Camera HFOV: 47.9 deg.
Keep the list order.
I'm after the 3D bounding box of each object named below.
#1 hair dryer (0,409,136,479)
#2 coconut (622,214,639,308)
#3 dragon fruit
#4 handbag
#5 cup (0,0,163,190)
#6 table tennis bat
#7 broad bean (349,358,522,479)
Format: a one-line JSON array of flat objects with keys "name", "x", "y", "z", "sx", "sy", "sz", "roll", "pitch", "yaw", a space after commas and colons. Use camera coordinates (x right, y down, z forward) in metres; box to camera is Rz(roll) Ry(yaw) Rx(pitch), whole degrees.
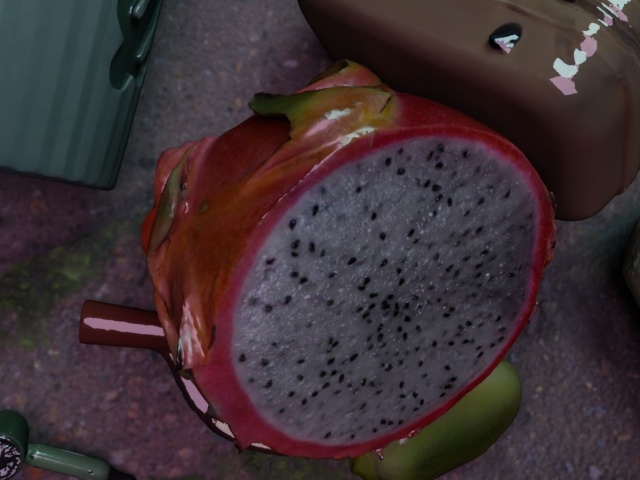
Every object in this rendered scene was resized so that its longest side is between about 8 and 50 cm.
[{"name": "hair dryer", "x": -0.238, "y": 0.202, "z": 0.653, "sx": 0.150, "sy": 0.071, "sz": 0.047, "roll": 25, "pitch": 86, "yaw": -20}, {"name": "coconut", "x": 0.415, "y": 0.052, "z": 0.636, "sx": 0.237, "sy": 0.237, "sz": 0.266, "roll": -26, "pitch": 85, "yaw": -6}, {"name": "dragon fruit", "x": 0.000, "y": 0.000, "z": 0.568, "sx": 0.305, "sy": 0.226, "sz": 0.305, "roll": -13, "pitch": 122, "yaw": -22}, {"name": "handbag", "x": 0.147, "y": -0.139, "z": 0.611, "sx": 0.149, "sy": 0.283, "sz": 0.302, "roll": -49, "pitch": 53, "yaw": -8}, {"name": "cup", "x": -0.290, "y": -0.258, "z": 0.529, "sx": 0.401, "sy": 0.310, "sz": 0.392, "roll": 10, "pitch": 90, "yaw": -38}, {"name": "table tennis bat", "x": -0.068, "y": 0.098, "z": 0.686, "sx": 0.310, "sy": 0.038, "sz": 0.200, "roll": 9, "pitch": 84, "yaw": -8}, {"name": "broad bean", "x": 0.105, "y": 0.169, "z": 0.655, "sx": 0.174, "sy": 0.082, "sz": 0.124, "roll": -7, "pitch": 129, "yaw": -24}]
